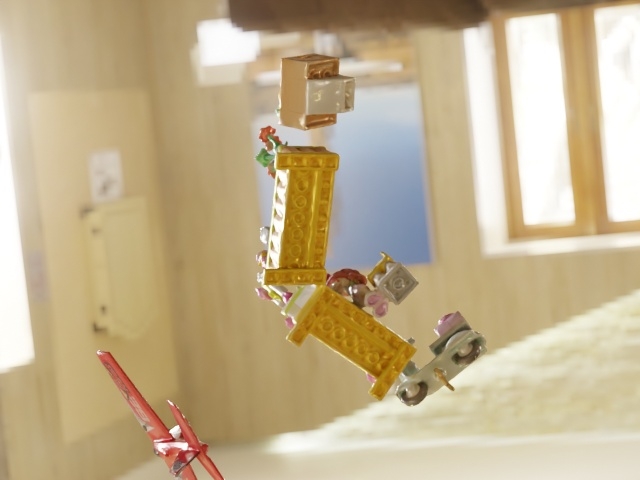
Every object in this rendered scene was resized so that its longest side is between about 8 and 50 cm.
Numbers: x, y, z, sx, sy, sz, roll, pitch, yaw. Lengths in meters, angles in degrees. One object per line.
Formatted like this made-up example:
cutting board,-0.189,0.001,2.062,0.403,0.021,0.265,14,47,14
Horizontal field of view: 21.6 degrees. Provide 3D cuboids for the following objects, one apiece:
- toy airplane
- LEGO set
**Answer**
toy airplane,-0.088,0.125,1.022,0.028,0.151,0.151,-32,-170,-10
LEGO set,0.000,0.000,1.204,0.132,0.287,0.107,-35,-154,-11
